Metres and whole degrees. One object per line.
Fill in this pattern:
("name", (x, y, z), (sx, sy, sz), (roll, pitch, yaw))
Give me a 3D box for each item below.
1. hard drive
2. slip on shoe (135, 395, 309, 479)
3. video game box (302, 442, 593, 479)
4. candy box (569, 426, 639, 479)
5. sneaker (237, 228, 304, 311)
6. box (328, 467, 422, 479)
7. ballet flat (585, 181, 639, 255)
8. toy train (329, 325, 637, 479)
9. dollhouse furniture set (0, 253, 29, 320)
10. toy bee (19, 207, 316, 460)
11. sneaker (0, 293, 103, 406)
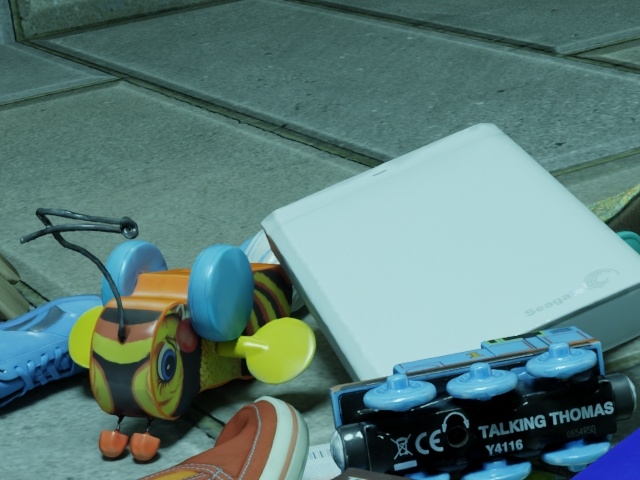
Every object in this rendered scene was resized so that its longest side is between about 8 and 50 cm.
("hard drive", (0.090, 0.016, 1.222), (0.203, 0.040, 0.307), (-23, 27, -6))
("slip on shoe", (-0.086, 0.162, 0.899), (0.101, 0.123, 0.331), (30, 26, 5))
("video game box", (0.071, 0.166, 1.027), (0.205, 0.048, 0.187), (-9, 15, -7))
("candy box", (0.300, 0.150, 0.873), (0.268, 0.122, 0.317), (11, 23, 40))
("sneaker", (0.000, 0.000, 1.506), (0.086, 0.085, 0.237), (14, 25, 37))
("box", (-0.008, 0.218, 0.672), (0.191, 0.143, 0.381), (6, 13, 32))
("ballet flat", (0.235, 0.011, 1.352), (0.348, 0.123, 0.123), (-21, 22, -33))
("toy train", (0.092, 0.103, 1.023), (0.184, 0.080, 0.105), (-11, 8, -8))
("dollhouse furniture set", (-0.357, 0.057, 1.554), (0.151, 0.123, 0.144), (-41, 15, 9))
("toy bee", (-0.122, 0.078, 1.257), (0.298, 0.162, 0.195), (11, -7, -43))
("sneaker", (-0.233, 0.098, 1.335), (0.209, 0.069, 0.082), (-10, 37, -18))
